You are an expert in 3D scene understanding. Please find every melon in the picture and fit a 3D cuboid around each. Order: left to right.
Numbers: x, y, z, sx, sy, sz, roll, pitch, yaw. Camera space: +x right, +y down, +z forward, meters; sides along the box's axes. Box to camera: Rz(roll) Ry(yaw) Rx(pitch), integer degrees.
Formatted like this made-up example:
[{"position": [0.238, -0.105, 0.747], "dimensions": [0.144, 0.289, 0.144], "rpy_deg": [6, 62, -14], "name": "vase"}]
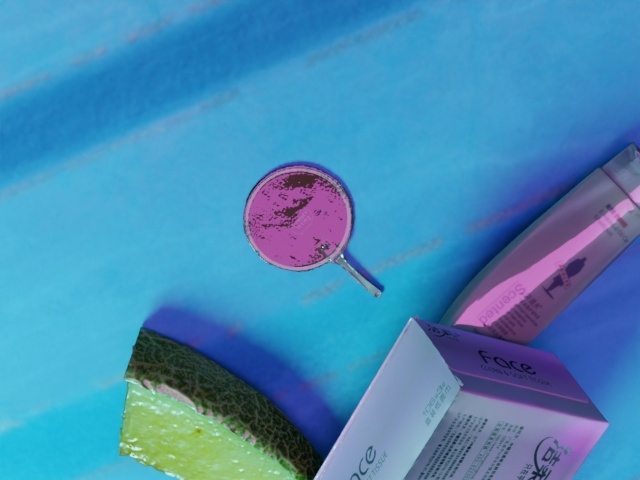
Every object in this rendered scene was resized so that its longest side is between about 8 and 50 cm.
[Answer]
[{"position": [-0.065, 0.181, 1.000], "dimensions": [0.261, 0.053, 0.114], "rpy_deg": [39, 108, -13], "name": "melon"}]

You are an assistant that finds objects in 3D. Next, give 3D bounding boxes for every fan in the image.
[{"position": [0.000, 0.000, 0.971], "dimensions": [0.085, 0.005, 0.133], "rpy_deg": [-44, 104, 8], "name": "fan"}]

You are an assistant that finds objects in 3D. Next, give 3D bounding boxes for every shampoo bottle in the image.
[{"position": [0.179, 0.017, 0.964], "dimensions": [0.212, 0.049, 0.072], "rpy_deg": [-45, 110, 9], "name": "shampoo bottle"}]

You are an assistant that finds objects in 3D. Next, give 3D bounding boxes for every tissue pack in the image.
[{"position": [0.086, 0.192, 0.954], "dimensions": [0.148, 0.092, 0.246], "rpy_deg": [17, 114, -29], "name": "tissue pack"}]
